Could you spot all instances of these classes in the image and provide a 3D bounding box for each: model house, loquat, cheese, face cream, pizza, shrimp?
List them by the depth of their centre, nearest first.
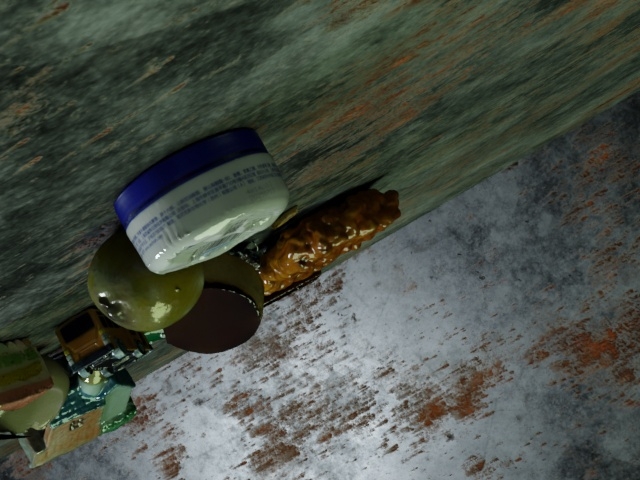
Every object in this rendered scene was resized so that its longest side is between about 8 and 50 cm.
[{"bbox_3d":[-0.144,-0.043,1.245,0.206,0.111,0.206,-28,172,-4],"label":"face cream"},{"bbox_3d":[-0.234,0.047,1.373,0.152,0.152,0.195,-34,-171,36],"label":"loquat"},{"bbox_3d":[-0.585,0.299,1.915,0.202,0.091,0.175,1,125,-59],"label":"cheese"},{"bbox_3d":[-0.070,-0.046,1.970,0.083,0.016,0.037,-38,169,34],"label":"pizza"},{"bbox_3d":[-0.165,0.038,2.083,0.082,0.076,0.174,15,165,-13],"label":"shrimp"},{"bbox_3d":[-0.522,0.296,2.131,0.267,0.194,0.325,-22,157,-34],"label":"model house"}]

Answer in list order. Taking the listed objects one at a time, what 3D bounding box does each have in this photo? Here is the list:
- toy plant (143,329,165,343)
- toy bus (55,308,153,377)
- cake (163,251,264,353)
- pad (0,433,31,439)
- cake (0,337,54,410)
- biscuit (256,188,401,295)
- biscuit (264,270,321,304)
[{"bbox_3d":[-0.285,0.146,2.105,0.243,0.112,0.232,-24,173,9],"label":"toy plant"},{"bbox_3d":[-0.411,0.192,1.895,0.098,0.114,0.201,-31,168,7],"label":"toy bus"},{"bbox_3d":[-0.208,0.090,1.870,0.207,0.178,0.185,11,131,-25],"label":"cake"},{"bbox_3d":[-0.696,0.359,1.847,0.247,0.007,0.367,5,170,-5],"label":"pad"},{"bbox_3d":[-0.522,0.223,1.677,0.090,0.109,0.225,-28,174,-9],"label":"cake"},{"bbox_3d":[0.000,0.000,2.220,0.318,0.110,0.312,-25,174,-34],"label":"biscuit"},{"bbox_3d":[-0.185,0.127,2.404,0.388,0.107,0.073,-27,173,-15],"label":"biscuit"}]
